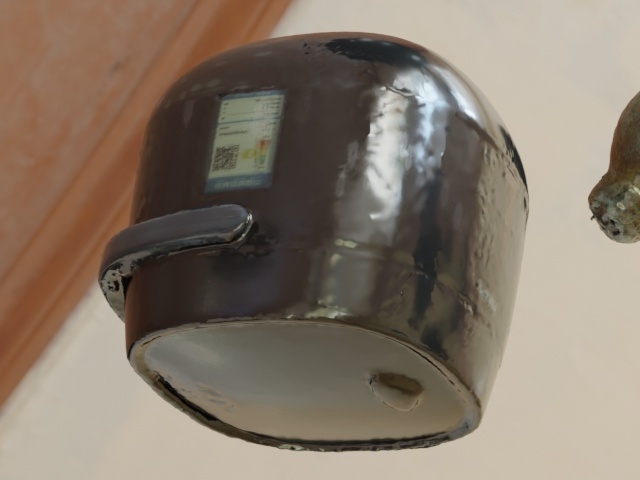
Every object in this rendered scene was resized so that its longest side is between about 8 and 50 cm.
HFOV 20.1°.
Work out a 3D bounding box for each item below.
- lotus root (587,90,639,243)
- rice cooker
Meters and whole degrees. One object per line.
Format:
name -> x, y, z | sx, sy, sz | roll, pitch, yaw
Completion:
lotus root -> 0.395, -0.115, 1.636 | 0.350, 0.175, 0.175 | -25, 158, -3
rice cooker -> 0.000, 0.000, 1.142 | 0.267, 0.267, 0.224 | 83, 13, -64
